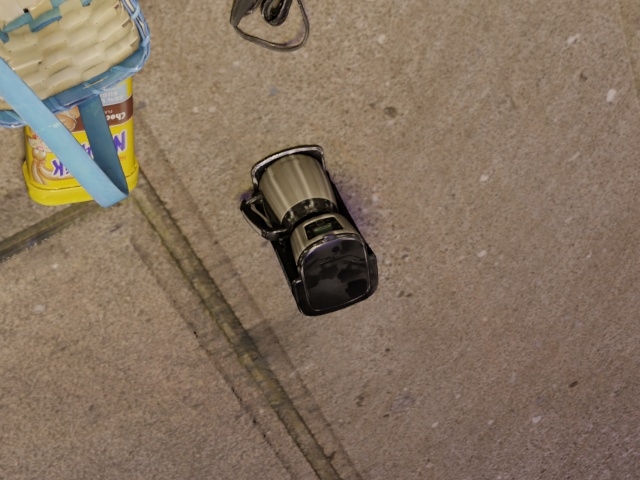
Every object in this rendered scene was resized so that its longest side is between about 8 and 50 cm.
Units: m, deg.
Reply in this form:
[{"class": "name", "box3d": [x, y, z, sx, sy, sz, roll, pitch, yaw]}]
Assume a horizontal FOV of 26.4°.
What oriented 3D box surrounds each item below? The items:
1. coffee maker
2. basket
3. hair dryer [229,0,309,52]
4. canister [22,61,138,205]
[{"class": "coffee maker", "box3d": [0.000, 0.000, 1.647, 0.120, 0.178, 0.171, -33, 137, 9]}, {"class": "basket", "box3d": [-0.268, -0.191, 1.247, 0.201, 0.289, 0.255, -29, 137, 4]}, {"class": "hair dryer", "box3d": [-0.031, -0.314, 1.396, 0.224, 0.080, 0.293, -33, 137, 8]}, {"class": "canister", "box3d": [-0.262, -0.129, 1.473, 0.126, 0.073, 0.170, -10, 134, -17]}]
